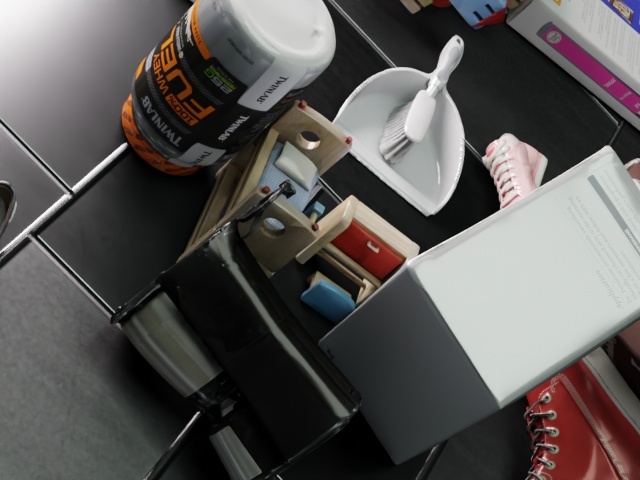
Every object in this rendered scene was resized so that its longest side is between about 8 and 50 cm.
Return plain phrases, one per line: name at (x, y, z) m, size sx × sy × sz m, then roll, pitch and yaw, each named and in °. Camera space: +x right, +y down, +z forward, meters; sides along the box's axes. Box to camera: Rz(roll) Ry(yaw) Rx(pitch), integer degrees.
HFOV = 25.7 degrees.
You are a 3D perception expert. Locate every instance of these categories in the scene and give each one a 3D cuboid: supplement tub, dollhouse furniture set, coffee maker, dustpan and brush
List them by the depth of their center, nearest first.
coffee maker at (-0.047, 0.080, 1.085) m, size 0.178 × 0.171 × 0.120 m, roll 52°, pitch 26°, yaw -1°
supplement tub at (-0.084, -0.141, 1.199) m, size 0.117 × 0.190 × 0.117 m, roll 24°, pitch 47°, yaw -28°
dollhouse furniture set at (0.000, 0.000, 1.218) m, size 0.184 × 0.129 × 0.129 m, roll 36°, pitch 43°, yaw -16°
dustpan and brush at (0.107, -0.144, 1.473) m, size 0.147 × 0.060 × 0.211 m, roll 39°, pitch 42°, yaw -13°

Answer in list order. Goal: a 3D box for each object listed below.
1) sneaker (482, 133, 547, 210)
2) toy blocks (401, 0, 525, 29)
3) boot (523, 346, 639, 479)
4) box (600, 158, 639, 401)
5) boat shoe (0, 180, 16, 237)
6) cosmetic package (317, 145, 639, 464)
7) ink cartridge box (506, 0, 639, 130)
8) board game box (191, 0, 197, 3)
sneaker at (0.201, -0.066, 1.512) m, size 0.070 × 0.051 × 0.134 m, roll 37°, pitch 39°, yaw -13°
toy blocks at (0.161, -0.370, 1.626) m, size 0.261 × 0.191 × 0.381 m, roll 46°, pitch 39°, yaw -23°
boot at (0.208, 0.181, 1.318) m, size 0.176 × 0.088 × 0.244 m, roll -28°, pitch 66°, yaw -27°
box at (0.370, 0.128, 1.328) m, size 0.381 × 0.143 × 0.191 m, roll 50°, pitch -6°, yaw 25°
boat shoe at (-0.264, 0.002, 1.046) m, size 0.046 × 0.038 × 0.125 m, roll 41°, pitch 41°, yaw -12°
cosmetic package at (0.150, 0.061, 1.187) m, size 0.225 × 0.224 × 0.138 m, roll -28°, pitch 81°, yaw -25°
ink cartridge box at (0.403, -0.238, 1.809) m, size 0.371 × 0.069 × 0.175 m, roll 34°, pitch 43°, yaw -15°
board game box at (-0.180, -0.462, 1.455) m, size 0.390 × 0.050 × 0.390 m, roll 37°, pitch 42°, yaw -15°
